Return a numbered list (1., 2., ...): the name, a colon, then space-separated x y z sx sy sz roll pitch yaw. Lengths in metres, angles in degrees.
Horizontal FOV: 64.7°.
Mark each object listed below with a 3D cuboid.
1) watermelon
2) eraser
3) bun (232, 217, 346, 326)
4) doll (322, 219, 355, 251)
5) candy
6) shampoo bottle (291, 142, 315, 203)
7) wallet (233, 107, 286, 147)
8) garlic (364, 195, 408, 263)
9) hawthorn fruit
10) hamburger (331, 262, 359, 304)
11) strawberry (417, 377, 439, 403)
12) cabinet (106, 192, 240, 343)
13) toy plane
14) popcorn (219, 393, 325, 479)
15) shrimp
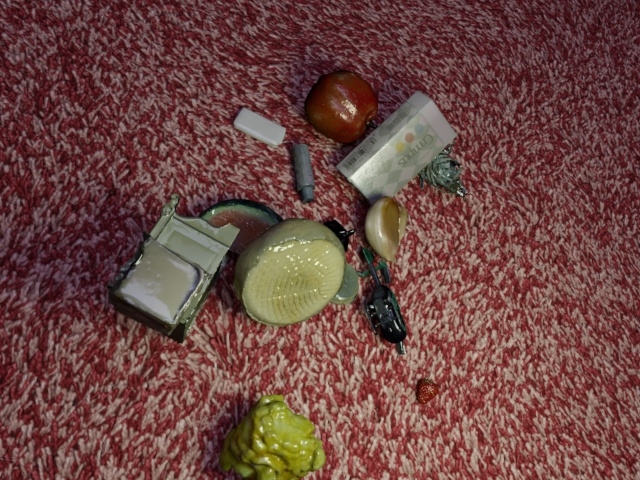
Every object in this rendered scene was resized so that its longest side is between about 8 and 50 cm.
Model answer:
1. watermelon: -0.261 -0.034 1.632 0.318 0.148 0.226 -4 79 -15
2. eraser: 0.270 -0.318 1.795 0.397 0.082 0.213 -44 113 3
3. bun: -0.104 0.081 1.545 0.364 0.364 0.202 -16 40 -20
4. doll: -0.001 -0.001 1.723 0.249 0.088 0.127 -18 96 -11
5. candy: -0.388 0.110 1.221 0.195 0.137 0.185 29 64 -6
6. shampoo bottle: -0.060 -0.238 1.797 0.072 0.072 0.214 -4 72 -17
7. wallet: -0.219 -0.408 1.833 0.190 0.033 0.095 28 67 -4
8. garlic: 0.219 -0.036 1.756 0.110 0.217 0.228 -4 70 30
9. hawthorn fruit: 0.102 -0.468 1.824 0.300 0.254 0.254 37 65 10
10. hamburger: 0.065 0.145 1.695 0.133 0.062 0.140 -7 71 -22
11. strawberry: 0.348 0.493 1.646 0.073 0.073 0.083 16 91 -10
12. cabinet: -0.416 0.085 1.458 0.227 0.290 0.318 27 65 -4
13. toy plane: 0.209 0.194 1.681 0.106 0.155 0.381 -27 72 21
14. popcorn: -0.124 0.574 1.396 0.250 0.242 0.235 36 39 -9
15. shrimp: 0.421 -0.306 1.917 0.221 0.166 0.410 -45 72 2
